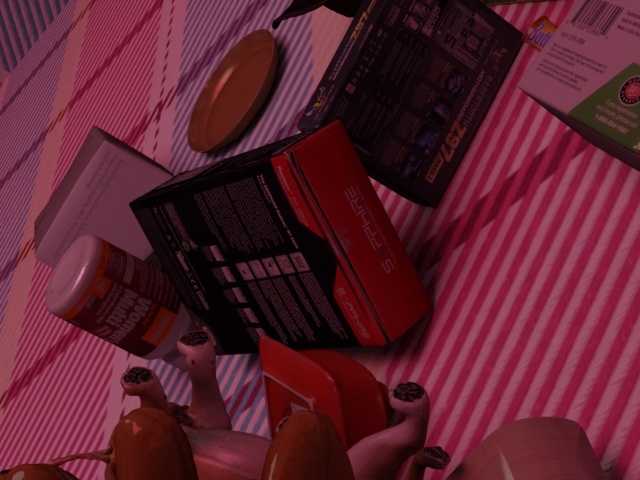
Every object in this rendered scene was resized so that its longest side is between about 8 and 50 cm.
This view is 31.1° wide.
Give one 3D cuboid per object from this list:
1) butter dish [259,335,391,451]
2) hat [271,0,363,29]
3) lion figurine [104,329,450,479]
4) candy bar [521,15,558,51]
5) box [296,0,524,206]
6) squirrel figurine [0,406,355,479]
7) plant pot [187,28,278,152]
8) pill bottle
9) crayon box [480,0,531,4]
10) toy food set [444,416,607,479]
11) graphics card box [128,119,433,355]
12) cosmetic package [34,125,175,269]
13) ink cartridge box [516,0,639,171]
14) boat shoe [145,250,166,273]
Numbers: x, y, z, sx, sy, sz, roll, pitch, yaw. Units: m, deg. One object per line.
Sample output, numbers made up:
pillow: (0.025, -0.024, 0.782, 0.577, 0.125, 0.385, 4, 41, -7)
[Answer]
butter dish: (0.019, 0.176, 1.178, 0.160, 0.118, 0.160, 23, 123, 56)
hat: (0.082, -0.355, 1.556, 0.331, 0.134, 0.331, -39, 16, 14)
lion figurine: (-0.054, 0.223, 1.069, 0.392, 0.240, 0.142, 16, 36, 31)
candy bar: (0.262, -0.203, 1.241, 0.040, 0.018, 0.161, -51, 30, 15)
box: (0.104, -0.181, 1.298, 0.232, 0.183, 0.059, -62, 27, -4)
squirrel figurine: (-0.148, 0.341, 0.949, 0.370, 0.397, 0.281, -10, 18, 43)
plant pot: (-0.141, -0.244, 1.919, 0.236, 0.032, 0.236, -39, 35, 34)
pill bottle: (-0.254, 0.090, 1.577, 0.121, 0.221, 0.121, -39, 34, 33)
crayon box: (0.249, -0.370, 1.353, 0.278, 0.081, 0.165, 15, 76, 61)
toy food set: (0.130, 0.313, 0.905, 0.306, 0.092, 0.219, -53, 29, 27)
graphics card box: (-0.058, 0.012, 1.326, 0.094, 0.232, 0.371, -36, 13, -34)
cosmetic package: (-0.350, -0.054, 1.875, 0.217, 0.156, 0.385, -59, 15, -1)
ink cartridge box: (0.339, -0.198, 0.998, 0.289, 0.121, 0.211, -55, 28, 9)
boat shoe: (-0.270, 0.053, 1.834, 0.043, 0.049, 0.137, 66, -137, -72)
